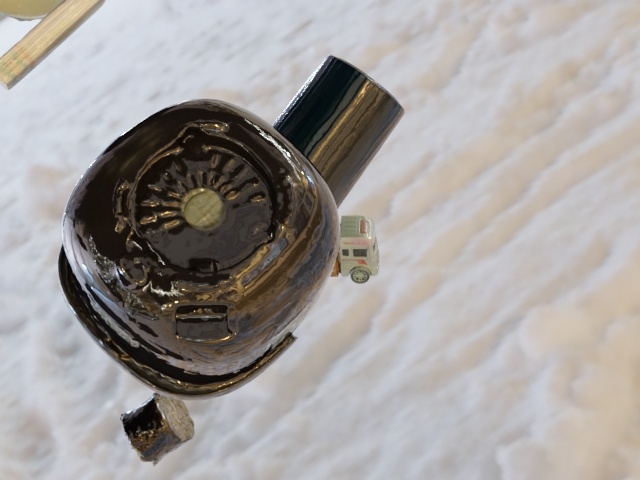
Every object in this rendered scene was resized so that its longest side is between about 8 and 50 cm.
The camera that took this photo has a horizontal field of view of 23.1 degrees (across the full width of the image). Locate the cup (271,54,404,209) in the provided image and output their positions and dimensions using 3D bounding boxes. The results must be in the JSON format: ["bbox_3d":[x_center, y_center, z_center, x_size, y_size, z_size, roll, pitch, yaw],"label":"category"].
[{"bbox_3d":[0.003,-0.124,1.728,0.138,0.113,0.150,-53,35,-1],"label":"cup"}]

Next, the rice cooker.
[{"bbox_3d":[-0.115,0.009,1.483,0.267,0.267,0.224,-40,-11,-17],"label":"rice cooker"}]

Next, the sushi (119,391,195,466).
[{"bbox_3d":[-0.231,0.264,2.219,0.078,0.090,0.150,-30,-1,4],"label":"sushi"}]

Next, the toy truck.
[{"bbox_3d":[0.000,-0.001,2.363,0.178,0.115,0.080,0,37,2],"label":"toy truck"}]

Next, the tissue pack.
[{"bbox_3d":[-0.213,-0.161,1.229,0.108,0.023,0.056,-44,8,-6],"label":"tissue pack"}]

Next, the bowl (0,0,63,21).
[{"bbox_3d":[-0.358,-0.408,1.828,0.277,0.277,0.145,-14,36,46],"label":"bowl"}]
